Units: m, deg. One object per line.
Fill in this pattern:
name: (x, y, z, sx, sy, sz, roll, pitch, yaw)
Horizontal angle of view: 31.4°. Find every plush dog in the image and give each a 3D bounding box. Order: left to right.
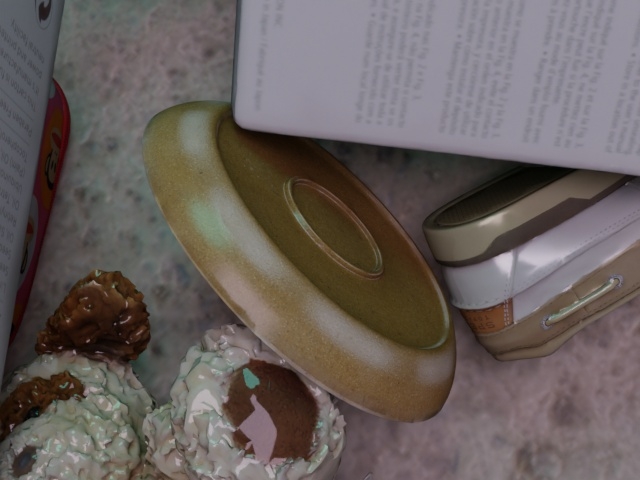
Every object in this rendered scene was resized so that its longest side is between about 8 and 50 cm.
plush dog: (-0.117, 0.151, 0.662, 0.225, 0.210, 0.262, 31, 83, 22)

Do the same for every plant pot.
plant pot: (0.000, 0.000, 0.655, 0.236, 0.236, 0.032, 48, 111, 5)

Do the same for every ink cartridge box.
ink cartridge box: (0.154, -0.191, 0.594, 0.385, 0.091, 0.308, 6, 120, -2)

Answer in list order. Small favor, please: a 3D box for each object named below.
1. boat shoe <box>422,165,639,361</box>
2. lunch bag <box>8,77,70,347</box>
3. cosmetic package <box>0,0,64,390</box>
boat shoe: (0.215, -0.024, 0.738, 0.302, 0.113, 0.103, -24, 103, -9)
lunch bag: (-0.312, -0.061, 0.701, 0.293, 0.120, 0.258, 12, 79, 0)
cosmetic package: (-0.282, 0.042, 0.530, 0.230, 0.161, 0.453, 4, 77, 7)
